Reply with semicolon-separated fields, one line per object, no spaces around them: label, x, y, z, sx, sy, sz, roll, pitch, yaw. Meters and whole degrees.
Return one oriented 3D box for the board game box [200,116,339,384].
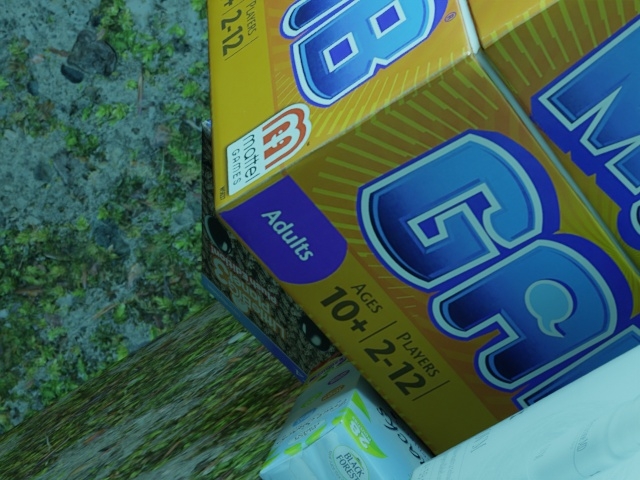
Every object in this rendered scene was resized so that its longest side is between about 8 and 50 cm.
board game box;0.000;0.000;1.848;0.141;0.232;0.291;-36;-27;-25

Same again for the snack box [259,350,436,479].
snack box;0.052;0.166;1.143;0.070;0.174;0.207;-34;7;16

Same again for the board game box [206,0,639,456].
board game box;0.169;-0.092;1.183;0.356;0.356;0.356;-31;33;16

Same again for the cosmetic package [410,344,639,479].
cosmetic package;0.161;0.155;0.890;0.225;0.138;0.224;-30;7;14
